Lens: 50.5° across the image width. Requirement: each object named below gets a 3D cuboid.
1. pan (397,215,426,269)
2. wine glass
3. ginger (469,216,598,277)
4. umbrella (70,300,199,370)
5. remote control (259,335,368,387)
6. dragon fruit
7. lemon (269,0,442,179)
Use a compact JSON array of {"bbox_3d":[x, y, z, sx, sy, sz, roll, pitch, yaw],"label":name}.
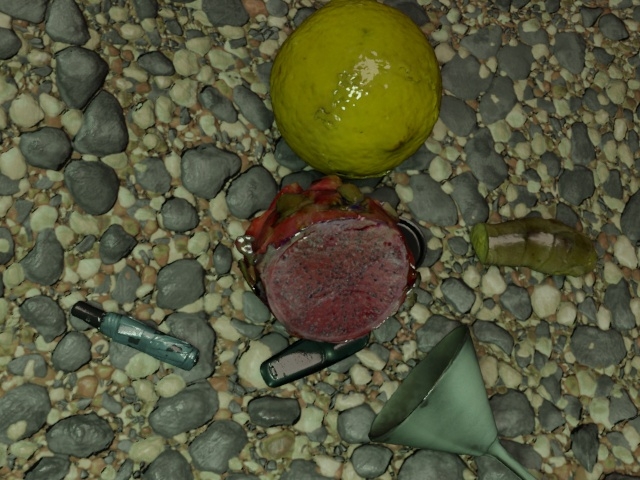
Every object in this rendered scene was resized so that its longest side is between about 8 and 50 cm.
[{"bbox_3d":[0.129,0.048,1.403,0.136,0.028,0.235,33,64,4],"label":"pan"},{"bbox_3d":[0.317,0.379,1.202,0.406,0.267,0.267,42,67,1],"label":"wine glass"},{"bbox_3d":[0.455,0.010,1.441,0.262,0.117,0.109,5,27,-3],"label":"ginger"},{"bbox_3d":[-0.342,0.174,1.253,0.250,0.053,0.052,25,67,-1],"label":"umbrella"},{"bbox_3d":[-0.011,0.215,1.304,0.222,0.042,0.072,-23,77,-18],"label":"remote control"},{"bbox_3d":[0.000,0.000,1.267,0.296,0.314,0.263,-34,33,7],"label":"dragon fruit"},{"bbox_3d":[0.064,-0.308,1.370,0.349,0.350,0.387,-20,55,-17],"label":"lemon"}]
